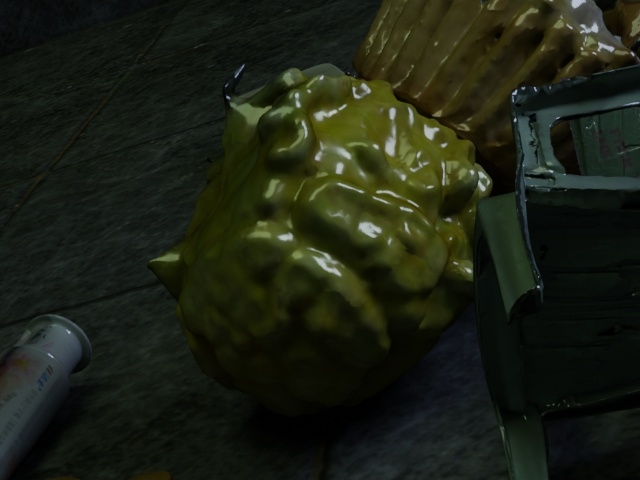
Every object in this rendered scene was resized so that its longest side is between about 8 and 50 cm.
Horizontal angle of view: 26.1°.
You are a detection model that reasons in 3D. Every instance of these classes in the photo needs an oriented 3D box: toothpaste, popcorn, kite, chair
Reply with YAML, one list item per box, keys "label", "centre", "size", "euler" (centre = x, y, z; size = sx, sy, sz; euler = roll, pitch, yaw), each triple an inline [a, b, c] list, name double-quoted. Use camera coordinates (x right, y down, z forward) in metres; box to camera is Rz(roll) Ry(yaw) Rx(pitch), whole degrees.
- label: "toothpaste"
  centre: [-0.260, 0.168, 1.003]
  size: [0.100, 0.066, 0.323]
  euler: [-6, 29, 23]
- label: "popcorn"
  centre: [-0.003, -0.006, 0.956]
  size: [0.249, 0.225, 0.249]
  euler: [-41, 18, 17]
- label: "kite"
  centre: [0.265, -0.060, 0.931]
  size: [0.250, 0.229, 0.012]
  euler: [-63, -7, -1]
- label: "chair"
  centre: [0.179, 0.032, 0.747]
  size: [0.190, 0.203, 0.275]
  euler: [-8, 29, 2]

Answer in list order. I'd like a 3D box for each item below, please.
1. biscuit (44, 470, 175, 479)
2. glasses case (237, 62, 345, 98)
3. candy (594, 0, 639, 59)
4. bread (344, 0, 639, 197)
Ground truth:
- label: "biscuit"
  centre: [-0.148, 0.192, 0.871]
  size: [0.158, 0.035, 0.240]
  euler: [-31, 23, -33]
- label: "glasses case"
  centre: [-0.005, -0.108, 1.439]
  size: [0.131, 0.070, 0.313]
  euler: [-22, 21, -5]
- label: "candy"
  centre: [0.291, -0.191, 1.209]
  size: [0.143, 0.101, 0.271]
  euler: [-48, -2, 2]
- label: "bread"
  centre: [0.151, -0.111, 1.083]
  size: [0.149, 0.274, 0.274]
  euler: [-53, 23, 0]
